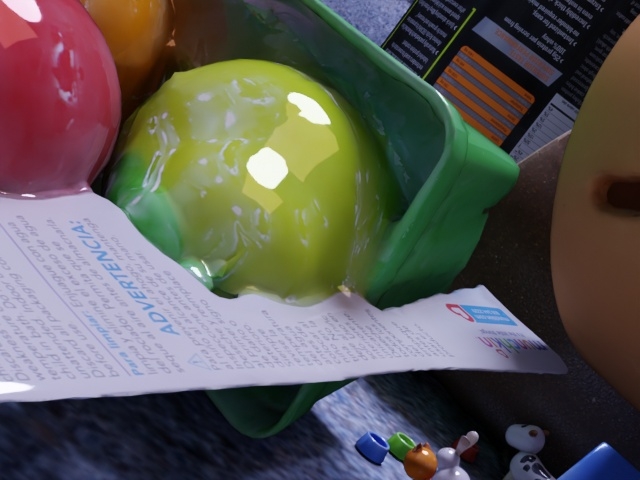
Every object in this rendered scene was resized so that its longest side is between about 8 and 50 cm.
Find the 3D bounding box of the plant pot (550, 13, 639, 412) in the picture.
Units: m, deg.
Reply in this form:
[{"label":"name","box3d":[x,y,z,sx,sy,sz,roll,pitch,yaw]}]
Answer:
[{"label":"plant pot","box3d":[0.231,-0.001,0.492,0.291,0.291,0.203,26,0,-43]}]

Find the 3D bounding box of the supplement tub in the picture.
[{"label":"supplement tub","box3d":[0.134,-0.103,0.897,0.193,0.316,0.193,36,12,-9]}]

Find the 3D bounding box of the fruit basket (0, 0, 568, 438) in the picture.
[{"label":"fruit basket","box3d":[-0.105,-0.041,0.468,0.353,0.165,0.327,-4,39,-49]}]

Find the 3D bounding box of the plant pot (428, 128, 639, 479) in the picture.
[{"label":"plant pot","box3d":[0.182,0.074,0.703,0.230,0.215,0.215,57,17,16]}]

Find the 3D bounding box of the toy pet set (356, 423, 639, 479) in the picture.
[{"label":"toy pet set","box3d":[0.098,0.108,0.584,0.114,0.065,0.122,43,13,27]}]
